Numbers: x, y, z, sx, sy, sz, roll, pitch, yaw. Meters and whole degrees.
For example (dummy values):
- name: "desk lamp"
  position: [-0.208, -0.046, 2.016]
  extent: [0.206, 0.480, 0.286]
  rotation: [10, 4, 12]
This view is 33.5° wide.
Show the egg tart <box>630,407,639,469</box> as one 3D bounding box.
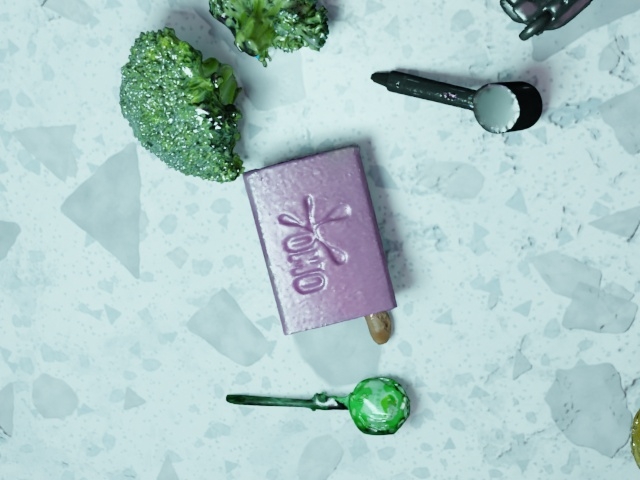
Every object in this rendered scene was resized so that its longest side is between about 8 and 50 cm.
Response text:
- name: "egg tart"
  position: [0.564, 0.311, 1.620]
  extent: [0.191, 0.074, 0.191]
  rotation: [4, 108, 13]

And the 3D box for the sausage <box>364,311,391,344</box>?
- name: "sausage"
  position: [0.064, 0.081, 1.670]
  extent: [0.043, 0.043, 0.186]
  rotation: [-25, 102, 20]

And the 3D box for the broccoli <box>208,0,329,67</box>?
- name: "broccoli"
  position: [-0.078, -0.312, 1.506]
  extent: [0.167, 0.160, 0.154]
  rotation: [43, 140, -15]

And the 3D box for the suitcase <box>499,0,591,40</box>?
- name: "suitcase"
  position: [0.287, -0.478, 1.346]
  extent: [0.339, 0.188, 0.345]
  rotation: [-41, 94, 23]

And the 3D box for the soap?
- name: "soap"
  position: [0.000, 0.000, 1.595]
  extent: [0.181, 0.081, 0.259]
  rotation: [-13, 95, 1]

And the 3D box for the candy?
- name: "candy"
  position: [-0.011, 0.264, 1.740]
  extent: [0.323, 0.097, 0.097]
  rotation: [0, 109, 21]

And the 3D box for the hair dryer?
- name: "hair dryer"
  position: [0.189, -0.207, 1.528]
  extent: [0.248, 0.114, 0.070]
  rotation: [15, 106, 28]

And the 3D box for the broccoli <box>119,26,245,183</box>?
- name: "broccoli"
  position: [-0.193, -0.192, 1.568]
  extent: [0.226, 0.198, 0.176]
  rotation: [20, 78, -24]
